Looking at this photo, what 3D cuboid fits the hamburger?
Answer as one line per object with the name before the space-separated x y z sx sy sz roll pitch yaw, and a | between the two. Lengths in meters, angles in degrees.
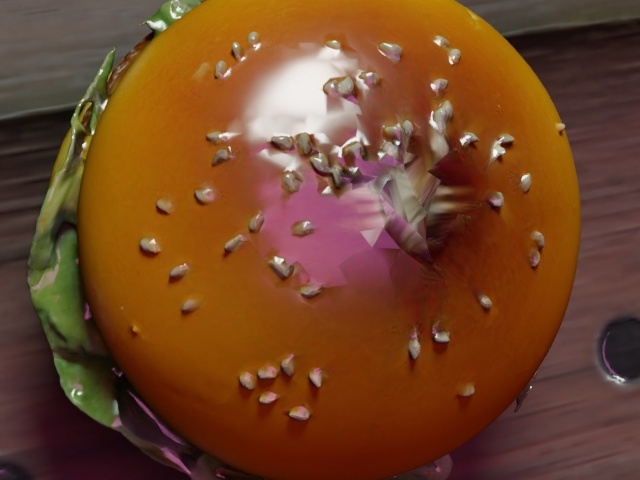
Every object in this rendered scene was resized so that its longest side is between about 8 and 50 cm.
hamburger | 0.002 0.000 0.659 0.246 0.170 0.246 2 84 -22
